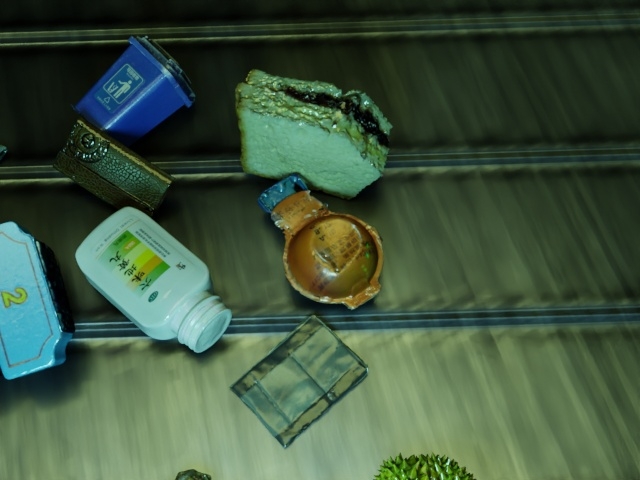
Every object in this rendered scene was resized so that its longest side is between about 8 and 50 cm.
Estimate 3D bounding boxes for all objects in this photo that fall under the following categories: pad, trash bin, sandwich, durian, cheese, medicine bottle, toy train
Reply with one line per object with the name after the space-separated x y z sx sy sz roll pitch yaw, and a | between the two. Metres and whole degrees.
-0.041 0.271 1.860 0.233 0.022 0.174 -40 69 -16 | pad
-0.412 -0.316 2.097 0.234 0.184 0.162 -44 67 -6 | trash bin
-0.012 -0.219 1.975 0.325 0.262 0.131 14 62 8 | sandwich
0.191 0.479 1.669 0.236 0.177 0.200 12 36 18 | durian
0.000 0.000 1.937 0.217 0.129 0.329 -34 67 -16 | cheese
-0.330 0.086 1.905 0.324 0.124 0.179 39 69 17 | medicine bottle
-0.626 0.121 1.821 0.265 0.188 0.300 -18 87 -7 | toy train

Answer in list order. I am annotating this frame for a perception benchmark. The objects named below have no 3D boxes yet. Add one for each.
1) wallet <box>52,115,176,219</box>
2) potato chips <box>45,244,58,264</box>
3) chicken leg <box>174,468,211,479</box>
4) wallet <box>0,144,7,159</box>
-0.441 -0.143 2.000 0.243 0.039 0.133 34 107 0 | wallet
-0.621 0.089 1.949 0.150 0.049 0.202 14 70 13 | potato chips
-0.234 0.519 1.713 0.125 0.080 0.196 -16 71 4 | chicken leg
-0.903 -0.190 2.084 0.342 0.075 0.237 24 63 13 | wallet
